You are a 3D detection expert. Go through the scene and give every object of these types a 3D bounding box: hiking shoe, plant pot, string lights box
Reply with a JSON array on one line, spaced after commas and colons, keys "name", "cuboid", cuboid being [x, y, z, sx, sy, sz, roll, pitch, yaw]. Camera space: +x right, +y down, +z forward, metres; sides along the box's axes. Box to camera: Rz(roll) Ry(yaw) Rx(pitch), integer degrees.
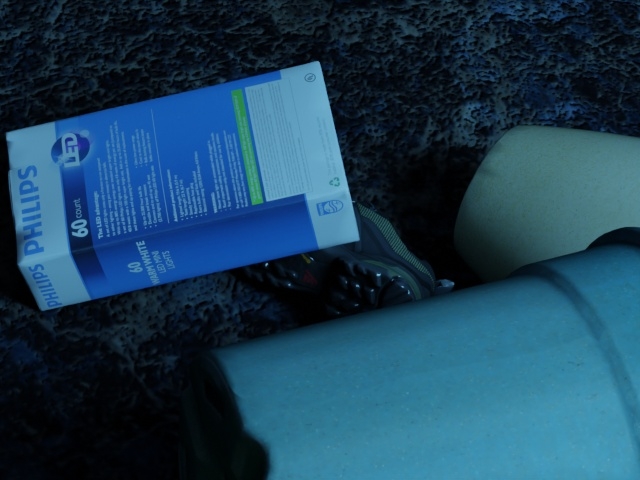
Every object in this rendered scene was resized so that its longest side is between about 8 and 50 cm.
[{"name": "hiking shoe", "cuboid": [0.000, 0.000, 1.475, 0.227, 0.086, 0.114, 37, 27, 15]}, {"name": "plant pot", "cuboid": [0.090, 0.177, 1.223, 0.334, 0.341, 0.341, -7, 57, -16]}, {"name": "plant pot", "cuboid": [0.260, 0.014, 1.469, 0.274, 0.256, 0.256, 29, 48, 22]}, {"name": "string lights box", "cuboid": [-0.111, -0.044, 1.386, 0.260, 0.077, 0.133, -12, 57, 2]}]
